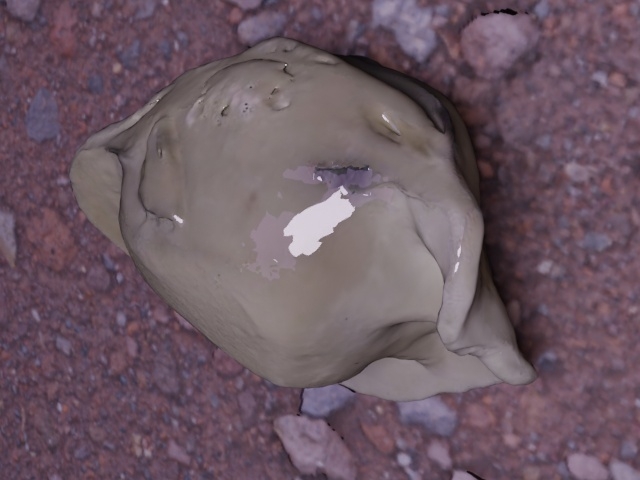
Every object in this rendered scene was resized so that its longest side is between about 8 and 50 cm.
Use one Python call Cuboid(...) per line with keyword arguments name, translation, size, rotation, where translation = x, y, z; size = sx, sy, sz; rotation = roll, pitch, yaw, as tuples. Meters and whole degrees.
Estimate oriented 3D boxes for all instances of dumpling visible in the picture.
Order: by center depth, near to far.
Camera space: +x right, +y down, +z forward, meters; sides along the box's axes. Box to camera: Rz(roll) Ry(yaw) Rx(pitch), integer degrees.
Cuboid(name="dumpling", translation=(0.000, 0.000, 0.667), size=(0.318, 0.187, 0.243), rotation=(11, 144, 41))
